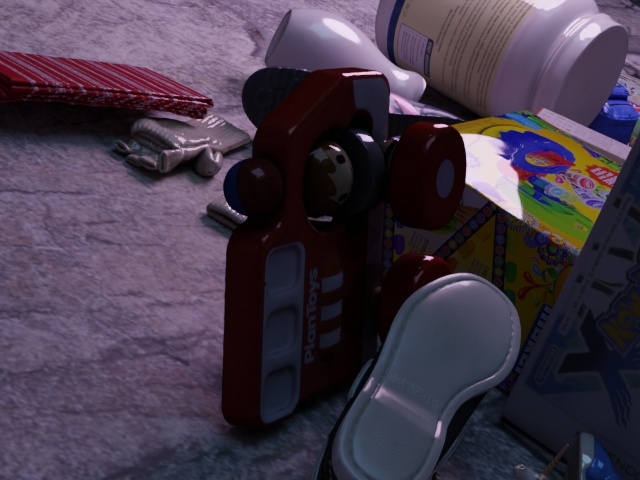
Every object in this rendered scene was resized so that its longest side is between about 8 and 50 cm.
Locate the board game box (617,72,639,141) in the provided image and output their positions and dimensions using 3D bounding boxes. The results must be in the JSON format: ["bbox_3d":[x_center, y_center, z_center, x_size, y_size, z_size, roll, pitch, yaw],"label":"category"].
[{"bbox_3d":[0.464,-0.250,2.393,0.317,0.046,0.213,28,26,16],"label":"board game box"}]

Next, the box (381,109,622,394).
[{"bbox_3d":[0.230,0.010,1.558,0.279,0.177,0.290,35,29,26],"label":"box"}]

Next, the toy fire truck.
[{"bbox_3d":[0.000,0.000,1.281,0.169,0.302,0.254,10,14,29],"label":"toy fire truck"}]

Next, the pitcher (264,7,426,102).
[{"bbox_3d":[0.027,-0.239,1.989,0.207,0.125,0.178,26,3,-14],"label":"pitcher"}]

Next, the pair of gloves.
[{"bbox_3d":[-0.105,-0.090,1.665,0.240,0.042,0.204,32,28,25],"label":"pair of gloves"}]

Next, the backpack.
[{"bbox_3d":[0.431,-0.202,2.212,0.098,0.101,0.120,-7,40,-33],"label":"backpack"}]

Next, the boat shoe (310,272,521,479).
[{"bbox_3d":[0.078,0.135,1.223,0.114,0.091,0.302,40,42,8],"label":"boat shoe"}]

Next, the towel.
[{"bbox_3d":[-0.290,-0.189,1.702,0.274,0.031,0.199,2,18,-36],"label":"towel"}]

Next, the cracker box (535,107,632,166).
[{"bbox_3d":[0.344,-0.045,1.772,0.232,0.156,0.067,27,26,12],"label":"cracker box"}]

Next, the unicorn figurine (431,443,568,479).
[{"bbox_3d":[0.143,0.233,1.204,0.111,0.060,0.162,19,42,-4],"label":"unicorn figurine"}]

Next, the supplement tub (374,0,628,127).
[{"bbox_3d":[0.270,-0.304,2.134,0.325,0.235,0.235,34,29,27],"label":"supplement tub"}]

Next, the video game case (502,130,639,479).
[{"bbox_3d":[0.350,0.104,1.280,0.300,0.329,0.036,34,24,26],"label":"video game case"}]

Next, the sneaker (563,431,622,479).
[{"bbox_3d":[0.266,0.236,1.270,0.084,0.058,0.152,13,30,-3],"label":"sneaker"}]

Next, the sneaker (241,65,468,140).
[{"bbox_3d":[0.045,-0.149,1.846,0.319,0.112,0.131,17,9,-12],"label":"sneaker"}]

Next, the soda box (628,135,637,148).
[{"bbox_3d":[0.499,-0.081,2.065,0.058,0.061,0.181,11,27,-19],"label":"soda box"}]
